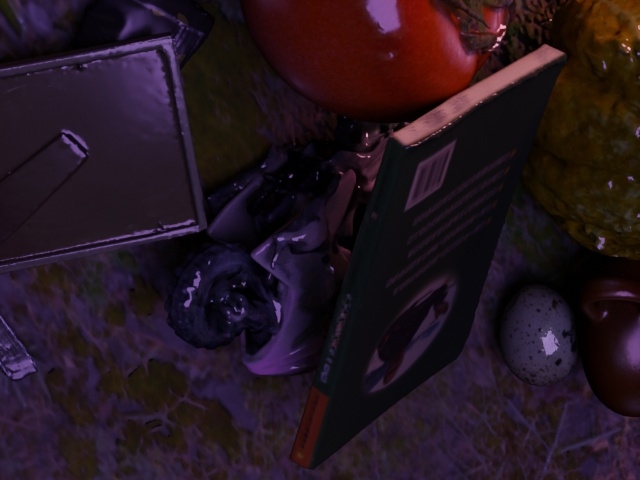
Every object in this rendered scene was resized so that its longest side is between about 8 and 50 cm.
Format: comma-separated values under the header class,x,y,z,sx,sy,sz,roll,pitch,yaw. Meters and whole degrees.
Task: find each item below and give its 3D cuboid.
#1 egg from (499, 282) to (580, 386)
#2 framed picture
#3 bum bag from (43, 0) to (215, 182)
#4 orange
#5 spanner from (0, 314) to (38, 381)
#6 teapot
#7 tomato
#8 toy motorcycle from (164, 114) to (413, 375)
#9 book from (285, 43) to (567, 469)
class,x,y,z,sx,sy,sz,roll,pitch,yaw
egg,0.225,0.097,1.637,0.085,0.085,0.110,-21,108,-13
framed picture,-0.236,-0.067,1.370,0.260,0.023,0.189,-12,116,-4
bum bag,-0.194,-0.130,1.400,0.106,0.060,0.232,35,94,-24
orange,0.336,-0.110,1.526,0.301,0.223,0.300,24,105,-28
spanner,-0.345,0.003,1.414,0.093,0.026,0.325,-35,120,-7
teapot,0.333,0.083,1.610,0.252,0.135,0.178,37,52,-56
tomato,0.050,-0.228,1.351,0.256,0.224,0.256,-39,135,-52
toy motorcycle,0.000,0.000,1.491,0.327,0.143,0.188,-46,129,-17
book,0.094,0.015,1.441,0.260,0.043,0.371,-32,147,-46
